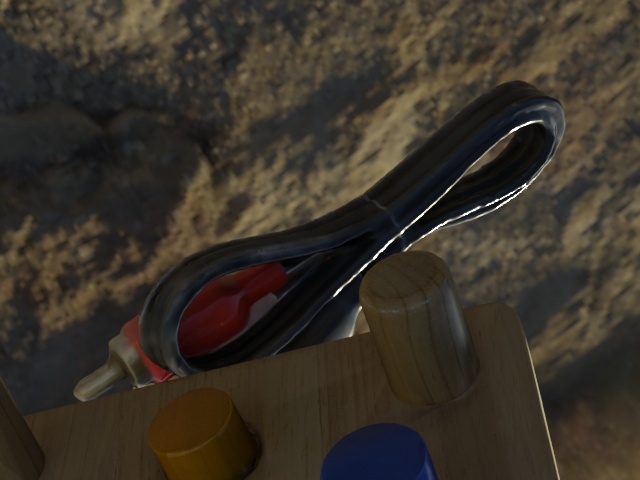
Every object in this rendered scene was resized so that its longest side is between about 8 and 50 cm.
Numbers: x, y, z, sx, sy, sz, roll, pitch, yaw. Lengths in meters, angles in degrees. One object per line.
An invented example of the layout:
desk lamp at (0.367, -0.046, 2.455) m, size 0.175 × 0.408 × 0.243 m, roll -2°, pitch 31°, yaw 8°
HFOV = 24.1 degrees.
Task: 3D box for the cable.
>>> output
cable at (0.000, 0.000, 0.723) m, size 0.287 × 0.072 × 0.139 m, roll -47°, pitch 141°, yaw -17°

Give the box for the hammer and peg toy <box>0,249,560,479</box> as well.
hammer and peg toy at (-0.025, 0.167, 0.481) m, size 0.266 × 0.361 × 0.127 m, roll -15°, pitch 126°, yaw 7°
